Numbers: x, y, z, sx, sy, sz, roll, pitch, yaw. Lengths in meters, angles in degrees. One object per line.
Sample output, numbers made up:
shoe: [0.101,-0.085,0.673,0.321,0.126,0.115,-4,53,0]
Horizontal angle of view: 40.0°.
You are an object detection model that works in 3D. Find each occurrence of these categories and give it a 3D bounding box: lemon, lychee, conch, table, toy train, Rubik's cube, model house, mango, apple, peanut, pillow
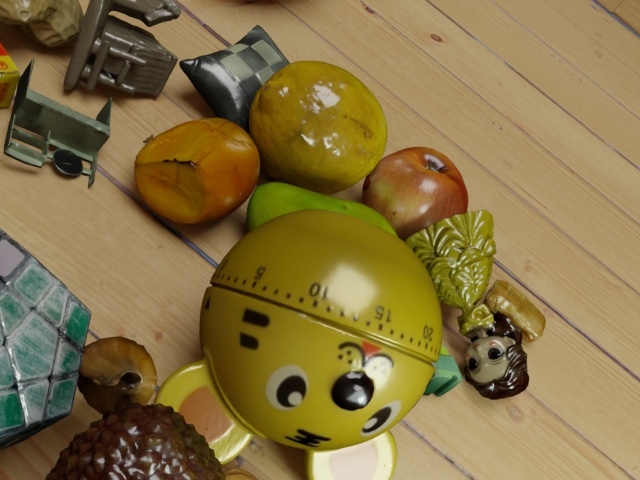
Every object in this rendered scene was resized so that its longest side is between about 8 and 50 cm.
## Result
lemon: [-0.005,-0.205,1.592,0.288,0.233,0.233,25,39,-42]
lychee: [-0.211,0.309,0.996,0.236,0.271,0.236,9,24,-4]
conch: [-0.242,0.158,1.068,0.109,0.330,0.093,45,64,-5]
table: [-0.418,-0.189,1.416,0.146,0.062,0.175,24,40,-32]
toy train: [0.148,0.168,1.491,0.132,0.083,0.200,14,45,-39]
Rubik's cube: [-0.421,0.114,0.986,0.319,0.319,0.264,-17,79,-42]
model house: [-0.339,-0.353,1.552,0.188,0.229,0.122,16,17,-29]
mango: [-0.188,-0.128,1.483,0.187,0.138,0.257,17,30,21]
apple: [0.181,-0.086,1.667,0.210,0.164,0.209,19,38,-16]
peanut: [-0.513,-0.432,1.525,0.196,0.110,0.233,59,13,16]
pillow: [-0.142,-0.303,1.688,0.186,0.106,0.250,55,44,-3]
mango: [0.002,0.007,1.479,0.273,0.149,0.185,16,49,-7]

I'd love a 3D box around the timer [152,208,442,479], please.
timer: [-0.010,0.163,1.222,0.376,0.376,0.386,23,80,-15]

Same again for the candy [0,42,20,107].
candy: [-0.614,-0.329,1.410,0.146,0.088,0.276,-21,67,-43]

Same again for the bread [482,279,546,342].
bread: [0.372,0.135,1.684,0.132,0.053,0.074,41,42,2]

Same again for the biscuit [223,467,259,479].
biscuit: [-0.092,0.370,1.184,0.118,0.023,0.140,-11,59,-39]

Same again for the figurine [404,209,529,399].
figurine: [0.272,0.128,1.553,0.187,0.168,0.315,-20,68,4]
